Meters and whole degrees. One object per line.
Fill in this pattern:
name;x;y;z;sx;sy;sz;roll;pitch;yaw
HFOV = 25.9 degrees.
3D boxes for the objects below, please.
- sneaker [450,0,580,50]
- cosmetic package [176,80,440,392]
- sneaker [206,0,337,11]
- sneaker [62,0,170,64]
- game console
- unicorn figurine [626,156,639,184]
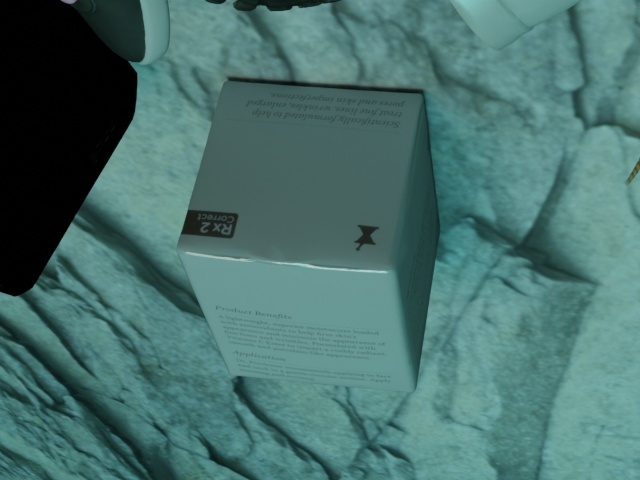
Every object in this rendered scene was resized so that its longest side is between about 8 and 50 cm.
sneaker;0.084;-0.239;0.678;0.169;0.108;0.292;-26;130;26
cosmetic package;0.000;0.000;1.019;0.151;0.151;0.183;5;148;11
sneaker;-0.109;-0.228;0.684;0.330;0.147;0.130;17;167;-42
sneaker;-0.193;-0.184;0.778;0.104;0.147;0.296;37;162;40
game console;-0.253;-0.149;0.834;0.044;0.213;0.361;-12;130;34
unicorn figurine;0.268;-0.101;0.863;0.111;0.060;0.162;13;132;1
